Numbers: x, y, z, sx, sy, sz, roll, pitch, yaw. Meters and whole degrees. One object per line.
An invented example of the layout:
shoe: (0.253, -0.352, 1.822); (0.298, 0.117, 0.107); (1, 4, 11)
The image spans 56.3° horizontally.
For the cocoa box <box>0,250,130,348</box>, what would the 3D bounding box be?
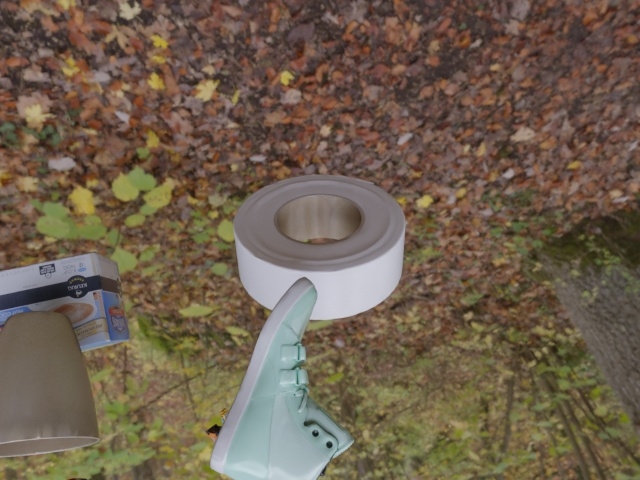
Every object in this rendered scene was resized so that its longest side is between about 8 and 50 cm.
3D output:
cocoa box: (-0.694, 0.185, 1.516); (0.346, 0.228, 0.231); (-12, 173, -8)

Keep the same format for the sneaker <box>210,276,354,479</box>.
sneaker: (-0.017, 0.182, 0.737); (0.094, 0.151, 0.256); (76, 35, -75)

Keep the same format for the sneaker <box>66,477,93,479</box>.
sneaker: (-0.514, 0.573, 1.234); (0.118, 0.107, 0.279); (11, 135, 4)

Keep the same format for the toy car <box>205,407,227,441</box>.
toy car: (-0.252, 0.488, 1.570); (0.060, 0.041, 0.122); (-10, -168, 19)

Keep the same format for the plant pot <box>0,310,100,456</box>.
plant pot: (-0.605, 0.300, 1.272); (0.256, 0.274, 0.256); (-8, 157, -3)

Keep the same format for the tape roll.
tape roll: (0.000, 0.000, 1.003); (0.286, 0.286, 0.100); (-17, 129, -19)
